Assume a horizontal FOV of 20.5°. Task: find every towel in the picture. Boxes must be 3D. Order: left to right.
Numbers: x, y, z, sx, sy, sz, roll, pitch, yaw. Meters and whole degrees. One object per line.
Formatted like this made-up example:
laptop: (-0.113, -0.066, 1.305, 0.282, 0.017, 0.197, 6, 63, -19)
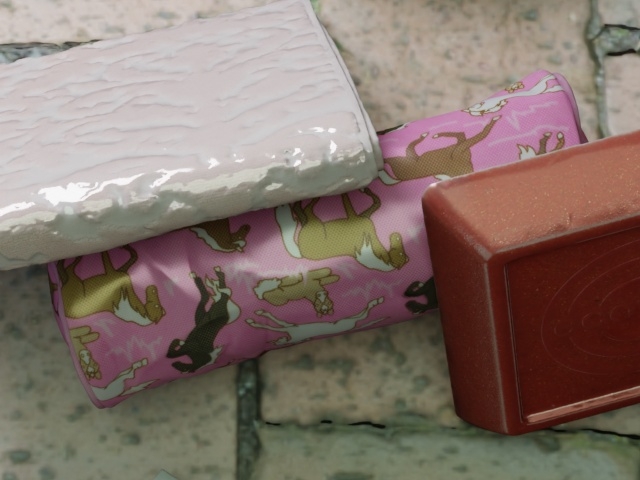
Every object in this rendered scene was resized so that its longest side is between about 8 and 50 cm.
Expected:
towel: (-0.142, -0.069, 1.187, 0.332, 0.317, 0.053, -14, 113, -2)

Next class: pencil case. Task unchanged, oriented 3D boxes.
pencil case: (0.000, 0.000, 1.213, 0.386, 0.167, 0.160, -15, 54, -1)

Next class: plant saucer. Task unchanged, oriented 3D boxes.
plant saucer: (0.207, 0.031, 1.153, 0.259, 0.259, 0.047, -15, 49, -1)

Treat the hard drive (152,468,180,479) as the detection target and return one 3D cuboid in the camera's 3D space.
hard drive: (-0.033, 0.322, 1.200, 0.308, 0.040, 0.203, 30, 79, 10)
